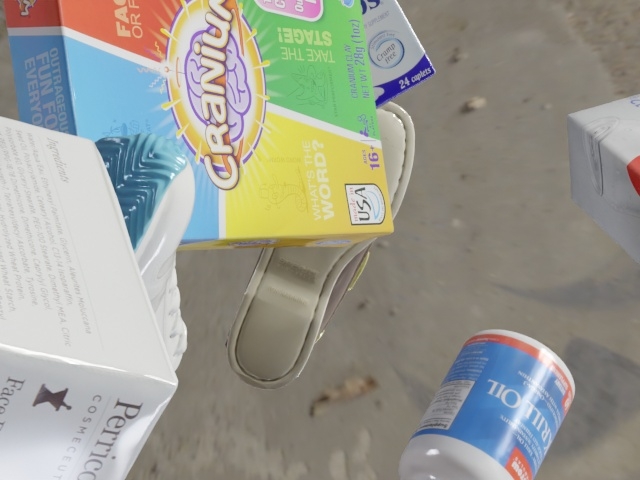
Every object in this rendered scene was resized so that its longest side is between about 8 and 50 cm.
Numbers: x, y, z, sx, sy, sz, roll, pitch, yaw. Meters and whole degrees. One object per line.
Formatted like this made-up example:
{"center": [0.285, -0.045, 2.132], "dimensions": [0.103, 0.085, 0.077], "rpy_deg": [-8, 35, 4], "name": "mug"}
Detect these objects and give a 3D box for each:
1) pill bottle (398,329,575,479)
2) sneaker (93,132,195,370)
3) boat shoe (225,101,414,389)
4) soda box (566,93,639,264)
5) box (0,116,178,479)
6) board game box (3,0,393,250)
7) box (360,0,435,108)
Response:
{"center": [0.151, 0.204, 1.644], "dimensions": [0.124, 0.124, 0.221], "rpy_deg": [35, 57, -4], "name": "pill bottle"}
{"center": [-0.118, 0.030, 0.952], "dimensions": [0.092, 0.087, 0.229], "rpy_deg": [-1, 136, -37], "name": "sneaker"}
{"center": [0.000, 0.000, 1.769], "dimensions": [0.116, 0.097, 0.324], "rpy_deg": [25, 97, 0], "name": "boat shoe"}
{"center": [0.321, -0.025, 1.485], "dimensions": [0.091, 0.286, 0.098], "rpy_deg": [-17, 124, -14], "name": "soda box"}
{"center": [-0.167, 0.061, 0.747], "dimensions": [0.119, 0.182, 0.181], "rpy_deg": [14, 120, -29], "name": "box"}
{"center": [-0.086, -0.112, 1.277], "dimensions": [0.064, 0.316, 0.242], "rpy_deg": [-13, 83, 42], "name": "board game box"}
{"center": [0.018, -0.182, 1.588], "dimensions": [0.126, 0.072, 0.137], "rpy_deg": [-31, 94, -3], "name": "box"}
